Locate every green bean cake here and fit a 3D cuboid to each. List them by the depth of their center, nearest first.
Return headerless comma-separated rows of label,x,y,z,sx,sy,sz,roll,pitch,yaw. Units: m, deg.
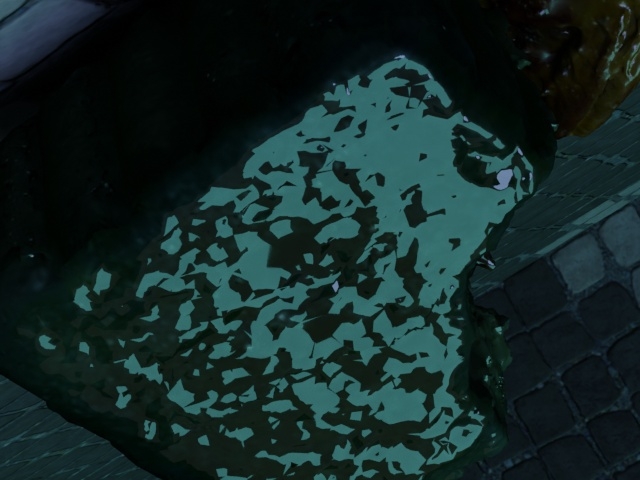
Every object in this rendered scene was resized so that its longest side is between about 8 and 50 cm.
green bean cake,0.000,0.000,1.025,0.300,0.169,0.308,-35,128,18

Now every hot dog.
hot dog,0.128,-0.141,1.085,0.099,0.160,0.227,-44,169,-19
